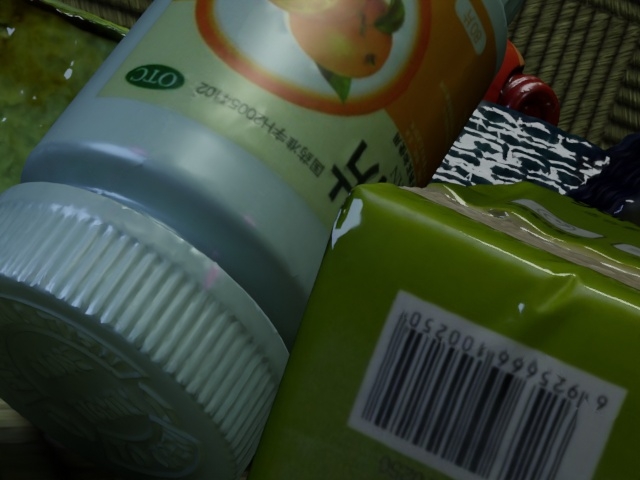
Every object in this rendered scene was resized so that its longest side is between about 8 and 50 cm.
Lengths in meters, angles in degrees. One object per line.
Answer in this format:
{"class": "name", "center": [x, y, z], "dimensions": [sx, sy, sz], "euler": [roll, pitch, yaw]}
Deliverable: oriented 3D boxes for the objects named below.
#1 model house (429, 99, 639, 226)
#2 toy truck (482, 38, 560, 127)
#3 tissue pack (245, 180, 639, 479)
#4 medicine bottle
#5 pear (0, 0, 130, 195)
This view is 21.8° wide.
{"class": "model house", "center": [0.126, 0.014, 0.923], "dimensions": [0.298, 0.284, 0.243], "euler": [19, 4, -1]}
{"class": "toy truck", "center": [0.056, -0.098, 1.501], "dimensions": [0.239, 0.265, 0.189], "euler": [25, 2, -41]}
{"class": "tissue pack", "center": [0.125, 0.118, 0.523], "dimensions": [0.274, 0.200, 0.167], "euler": [23, 11, 25]}
{"class": "medicine bottle", "center": [-0.025, -0.051, 0.774], "dimensions": [0.158, 0.318, 0.158], "euler": [24, -31, 15]}
{"class": "pear", "center": [-0.235, -0.099, 1.161], "dimensions": [0.286, 0.176, 0.282], "euler": [22, 7, -12]}
